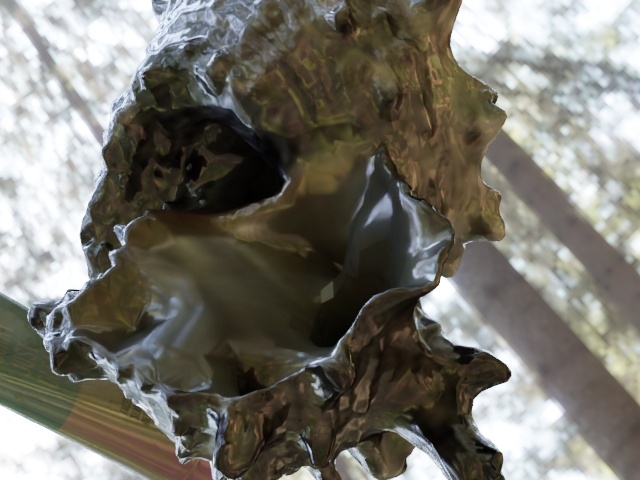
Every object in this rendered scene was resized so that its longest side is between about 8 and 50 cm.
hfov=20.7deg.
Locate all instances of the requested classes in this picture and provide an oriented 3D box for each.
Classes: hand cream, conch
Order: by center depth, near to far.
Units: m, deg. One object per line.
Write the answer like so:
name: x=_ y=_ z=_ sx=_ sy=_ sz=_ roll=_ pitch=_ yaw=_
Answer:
conch: x=-0.002 y=-0.010 z=0.752 sx=0.186 sy=0.313 sz=0.241 roll=24 pitch=-57 yaw=-19
hand cream: x=-0.188 y=0.107 z=1.327 sx=0.312 sy=0.111 sz=0.070 roll=31 pitch=-51 yaw=-21
